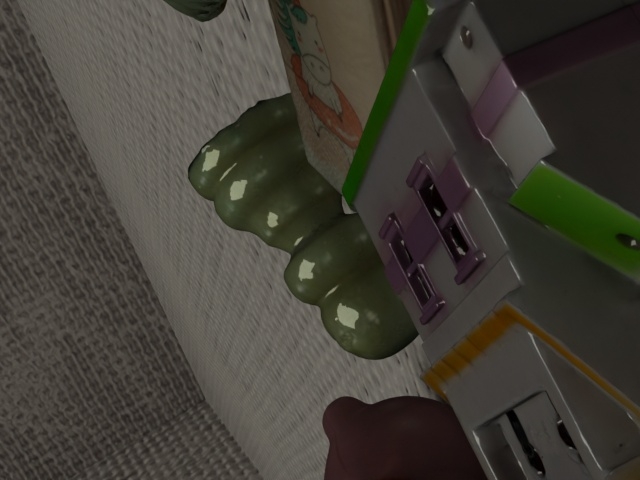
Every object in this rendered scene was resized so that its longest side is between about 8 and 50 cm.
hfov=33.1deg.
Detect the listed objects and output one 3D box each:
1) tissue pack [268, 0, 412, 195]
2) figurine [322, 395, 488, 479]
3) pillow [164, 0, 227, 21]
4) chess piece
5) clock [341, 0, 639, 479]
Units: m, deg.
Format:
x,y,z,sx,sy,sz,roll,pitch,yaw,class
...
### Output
x,y,z,sx,sy,sz,roll,pitch,yaw,class
0.019,-0.154,0.700,0.170,0.071,0.325,48,161,45,tissue pack
0.083,0.228,1.020,0.173,0.173,0.173,54,164,24,figurine
-0.116,-0.259,0.562,0.310,0.119,0.312,54,168,-11,pillow
0.000,0.000,0.965,0.243,0.133,0.133,54,164,10,chess piece
0.151,0.049,0.472,0.235,0.166,0.309,111,136,-71,clock
